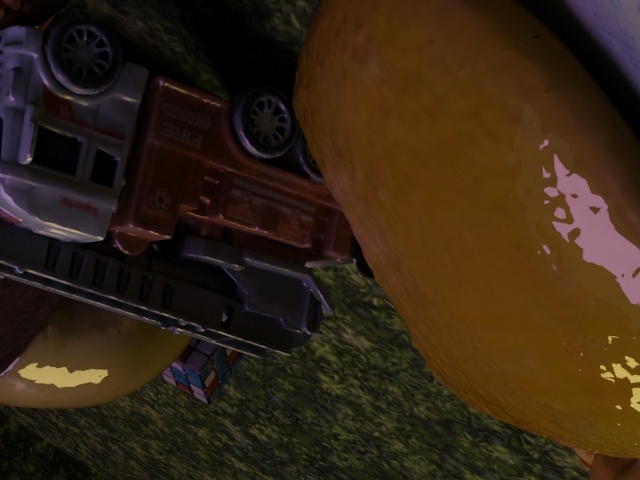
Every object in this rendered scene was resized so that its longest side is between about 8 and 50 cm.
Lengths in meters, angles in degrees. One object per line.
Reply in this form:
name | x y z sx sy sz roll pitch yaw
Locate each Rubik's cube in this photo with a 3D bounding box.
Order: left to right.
Rubik's cube | -0.144 0.115 1.403 0.092 0.092 0.092 27 155 17

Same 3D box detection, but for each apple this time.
apple | -0.205 -0.004 1.079 0.233 0.295 0.258 3 -175 -17

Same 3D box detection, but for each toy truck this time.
toy truck | -0.133 -0.034 0.881 0.338 0.185 0.133 18 166 -34

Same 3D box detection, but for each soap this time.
soap | 0.086 -0.008 0.708 0.306 0.115 0.427 60 171 2

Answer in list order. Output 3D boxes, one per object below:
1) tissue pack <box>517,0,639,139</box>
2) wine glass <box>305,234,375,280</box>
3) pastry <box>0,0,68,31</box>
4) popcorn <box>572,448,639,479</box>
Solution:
tissue pack | 0.157 -0.102 0.522 0.177 0.089 0.263 55 180 -37
wine glass | 0.000 0.000 1.040 0.155 0.072 0.072 1 139 49
pastry | -0.287 -0.231 0.863 0.255 0.162 0.311 33 159 -19
popcorn | 0.280 0.151 0.764 0.332 0.264 0.225 -113 5 -60
